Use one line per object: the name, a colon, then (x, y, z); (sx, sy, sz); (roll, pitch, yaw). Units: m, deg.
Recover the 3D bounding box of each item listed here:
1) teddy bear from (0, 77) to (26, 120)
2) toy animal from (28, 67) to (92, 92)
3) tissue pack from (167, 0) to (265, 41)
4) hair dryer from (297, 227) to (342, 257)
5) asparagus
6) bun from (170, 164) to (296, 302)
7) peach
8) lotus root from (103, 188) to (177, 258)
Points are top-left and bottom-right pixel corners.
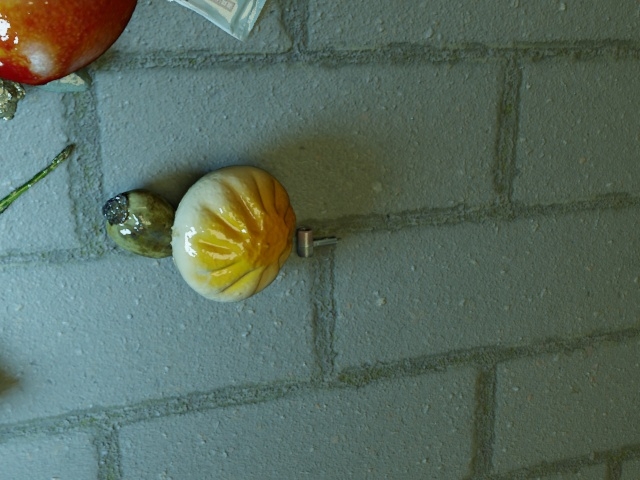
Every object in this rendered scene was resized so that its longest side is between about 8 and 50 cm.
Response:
teddy bear: (-0.662, -0.314, 1.429); (0.251, 0.182, 0.129); (28, 64, -20)
toy animal: (-0.561, -0.339, 1.499); (0.253, 0.070, 0.079); (20, 64, -13)
tissue pack: (-0.209, -0.500, 1.590); (0.193, 0.026, 0.122); (24, 98, -25)
hair dryer: (0.000, 0.000, 1.823); (0.114, 0.037, 0.063); (-8, 108, -26)
asparagus: (-0.585, -0.114, 1.578); (0.233, 0.023, 0.022); (-41, 160, -4)
bun: (-0.161, -0.008, 1.633); (0.299, 0.165, 0.298); (-14, 110, -44)
peach: (-0.479, -0.452, 1.313); (0.389, 0.388, 0.388); (-6, 108, -18)
lotus root: (-0.353, -0.024, 1.635); (0.138, 0.138, 0.214); (-47, 128, -1)
